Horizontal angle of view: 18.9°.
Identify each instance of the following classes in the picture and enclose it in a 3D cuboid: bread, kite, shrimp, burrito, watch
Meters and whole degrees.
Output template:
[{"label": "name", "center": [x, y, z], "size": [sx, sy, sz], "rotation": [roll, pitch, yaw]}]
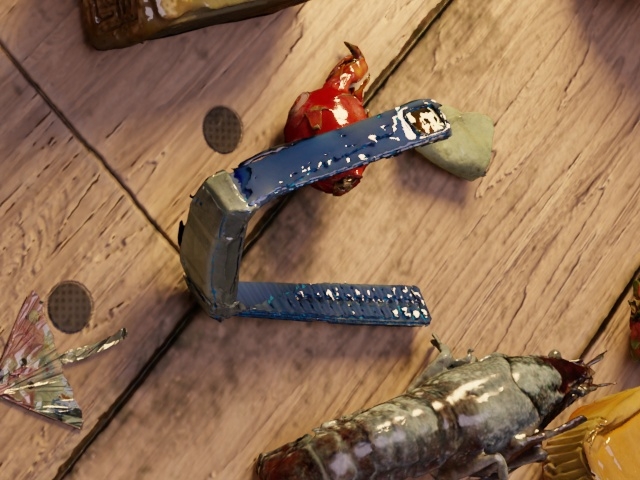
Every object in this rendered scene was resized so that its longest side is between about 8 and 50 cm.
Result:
[{"label": "bread", "center": [0.327, 0.242, 2.114], "size": [0.190, 0.114, 0.132], "rotation": [-28, 92, -45]}, {"label": "kite", "center": [-0.241, 0.110, 1.761], "size": [0.156, 0.011, 0.139], "rotation": [-22, 100, -36]}, {"label": "shrimp", "center": [0.131, 0.193, 1.947], "size": [0.410, 0.166, 0.221], "rotation": [-8, 63, -42]}, {"label": "burrito", "center": [0.136, -0.112, 2.048], "size": [0.118, 0.044, 0.074], "rotation": [19, 71, -36]}, {"label": "watch", "center": [-0.006, 0.011, 1.883], "size": [0.274, 0.068, 0.276], "rotation": [-21, 136, -23]}]

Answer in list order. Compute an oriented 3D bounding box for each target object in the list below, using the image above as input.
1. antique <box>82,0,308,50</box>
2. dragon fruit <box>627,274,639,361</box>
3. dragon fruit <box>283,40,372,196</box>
[{"label": "antique", "center": [-0.086, -0.269, 1.846], "size": [0.284, 0.125, 0.150], "rotation": [-9, 91, -37]}, {"label": "dragon fruit", "center": [0.438, 0.100, 2.207], "size": [0.236, 0.135, 0.137], "rotation": [28, 62, -50]}, {"label": "dragon fruit", "center": [0.010, -0.129, 1.942], "size": [0.094, 0.094, 0.190], "rotation": [32, 45, -30]}]
